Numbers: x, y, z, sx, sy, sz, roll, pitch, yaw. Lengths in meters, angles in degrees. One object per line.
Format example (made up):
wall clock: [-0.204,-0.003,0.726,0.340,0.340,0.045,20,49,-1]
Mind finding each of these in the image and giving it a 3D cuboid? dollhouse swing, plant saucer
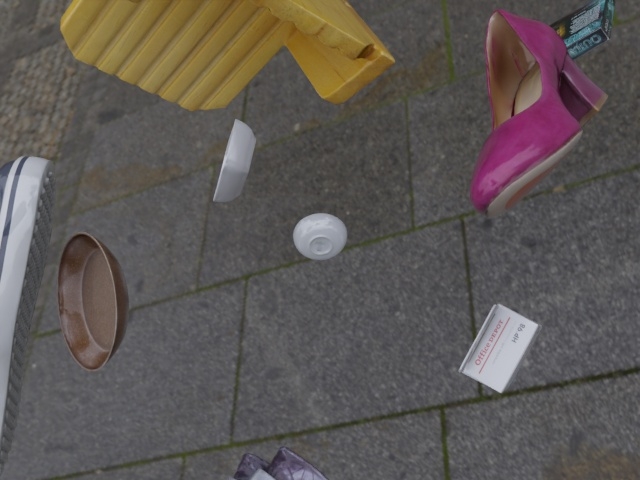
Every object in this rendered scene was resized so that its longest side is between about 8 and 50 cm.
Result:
dollhouse swing: [-0.159,-0.267,1.074,0.305,0.347,0.315,-50,42,22]
plant saucer: [-0.321,0.086,1.105,0.199,0.036,0.198,6,97,50]

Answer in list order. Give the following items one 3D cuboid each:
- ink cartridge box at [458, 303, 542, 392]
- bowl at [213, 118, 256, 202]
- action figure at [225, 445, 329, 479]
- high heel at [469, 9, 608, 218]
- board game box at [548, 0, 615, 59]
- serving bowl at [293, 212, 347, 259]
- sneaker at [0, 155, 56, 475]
ink cartridge box: [0.247,0.146,1.050,0.060,0.180,0.104,29,93,19]
bowl: [-0.171,-0.154,1.564,0.142,0.053,0.142,120,163,-54]
action figure: [-0.110,0.314,0.707,0.099,0.185,0.285,42,53,6]
high heel: [0.200,-0.154,0.866,0.127,0.181,0.377,-51,-7,35]
board game box: [0.345,-0.288,1.156,0.186,0.026,0.126,-27,25,40]
serving bowl: [0.000,0.000,1.172,0.083,0.083,0.027,-24,36,16]
sneaker: [-0.323,0.071,0.691,0.126,0.128,0.321,-113,38,-72]
